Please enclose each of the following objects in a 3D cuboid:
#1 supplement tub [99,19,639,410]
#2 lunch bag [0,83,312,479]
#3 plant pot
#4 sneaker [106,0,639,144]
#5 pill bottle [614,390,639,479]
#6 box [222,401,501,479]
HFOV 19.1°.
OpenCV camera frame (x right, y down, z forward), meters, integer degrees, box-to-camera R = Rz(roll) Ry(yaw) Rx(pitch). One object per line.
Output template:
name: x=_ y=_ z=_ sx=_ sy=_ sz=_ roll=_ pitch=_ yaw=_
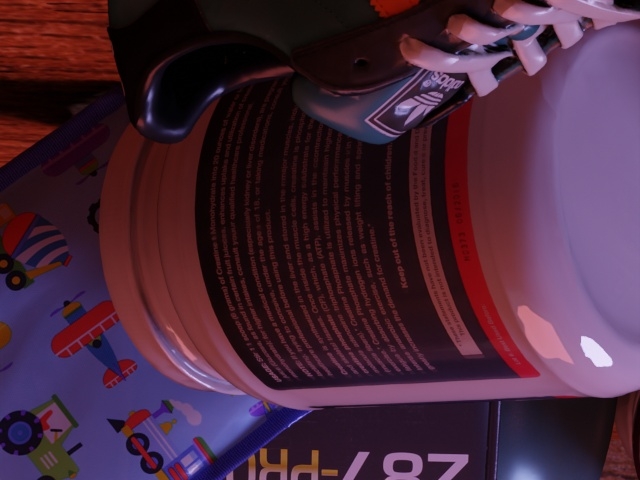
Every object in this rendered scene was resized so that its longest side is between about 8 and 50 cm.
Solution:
supplement tub: x=0.042 y=-0.012 z=0.952 sx=0.272 sy=0.191 sz=0.191 roll=-6 pitch=166 yaw=39
lunch bag: x=-0.178 y=0.089 z=1.100 sx=0.293 sy=0.221 sz=0.138 roll=-37 pitch=-177 yaw=-21
plant pot: x=0.126 y=0.153 z=1.688 sx=0.293 sy=0.235 sz=0.293 roll=3 pitch=170 yaw=0
sneaker: x=0.055 y=-0.095 z=0.702 sx=0.302 sy=0.121 sz=0.108 roll=-4 pitch=168 yaw=29
pill bottle: x=0.386 y=0.184 z=1.550 sx=0.224 sy=0.224 sz=0.392 roll=4 pitch=-168 yaw=-10
box: x=-0.056 y=0.147 z=1.502 sx=0.394 sy=0.318 sz=0.097 roll=3 pitch=-158 yaw=2
